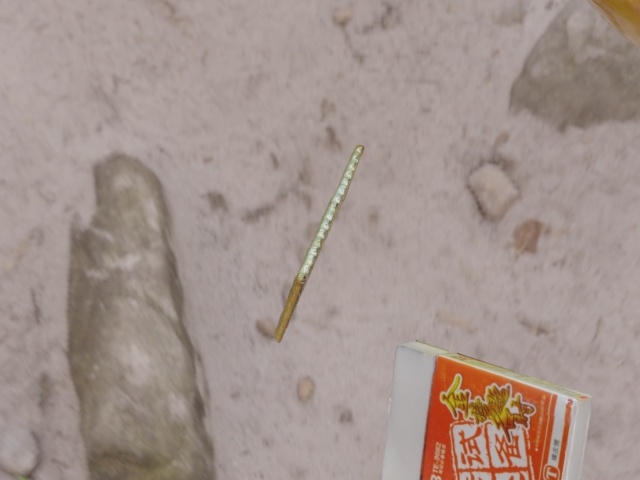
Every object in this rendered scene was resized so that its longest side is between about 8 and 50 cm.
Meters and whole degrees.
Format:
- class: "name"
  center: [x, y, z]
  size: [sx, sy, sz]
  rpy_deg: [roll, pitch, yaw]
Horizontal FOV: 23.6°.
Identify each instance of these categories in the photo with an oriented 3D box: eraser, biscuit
- class: "eraser"
  center: [0.163, 0.203, 1.548]
  size: [0.230, 0.038, 0.157]
  rpy_deg: [16, 105, 42]
- class: "biscuit"
  center: [0.000, 0.000, 1.806]
  size: [0.016, 0.139, 0.231]
  rpy_deg: [23, 52, 2]

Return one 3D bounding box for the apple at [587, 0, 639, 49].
- class: "apple"
  center: [0.214, -0.195, 0.668]
  size: [0.233, 0.286, 0.286]
  rpy_deg: [31, 76, 6]
